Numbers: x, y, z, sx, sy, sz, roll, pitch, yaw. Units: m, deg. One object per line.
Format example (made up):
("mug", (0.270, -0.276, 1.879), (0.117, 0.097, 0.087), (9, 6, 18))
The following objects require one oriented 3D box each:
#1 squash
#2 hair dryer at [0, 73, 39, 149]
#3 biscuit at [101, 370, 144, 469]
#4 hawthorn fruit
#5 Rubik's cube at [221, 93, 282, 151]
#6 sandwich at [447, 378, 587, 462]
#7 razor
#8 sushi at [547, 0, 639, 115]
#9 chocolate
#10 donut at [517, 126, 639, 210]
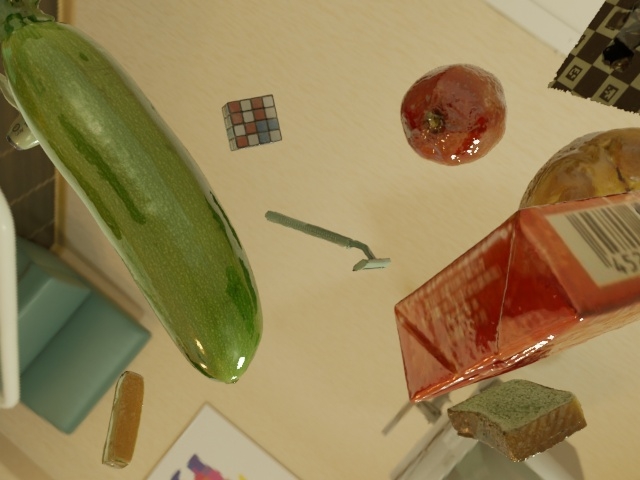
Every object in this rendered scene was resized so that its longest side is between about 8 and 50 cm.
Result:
("squash", (-0.160, -0.046, 0.579), (0.107, 0.395, 0.107), (-31, -172, 5))
("hair dryer", (-0.537, -0.286, 1.199), (0.167, 0.199, 0.067), (-26, -176, -1))
("biscuit", (-0.380, 0.344, 1.237), (0.056, 0.052, 0.188), (-37, -143, 30))
("hawthorn fruit", (0.245, -0.238, 1.227), (0.253, 0.205, 0.205), (-24, 153, -51))
("Rubik's cube", (-0.136, -0.229, 1.261), (0.092, 0.092, 0.092), (-14, -171, -15))
("sandwich", (0.371, 0.335, 1.221), (0.186, 0.065, 0.215), (-20, -176, -16))
("razor", (0.002, -0.007, 0.982), (0.084, 0.211, 0.035), (1, 112, -60))
("sushi", (0.419, -0.261, 0.821), (0.210, 0.040, 0.192), (-59, -151, 12))
("chocolate", (0.213, 0.051, 0.607), (0.238, 0.108, 0.235), (-11, 157, -31))
("donut", (0.470, -0.026, 1.071), (0.317, 0.299, 0.150), (-35, -168, 6))
